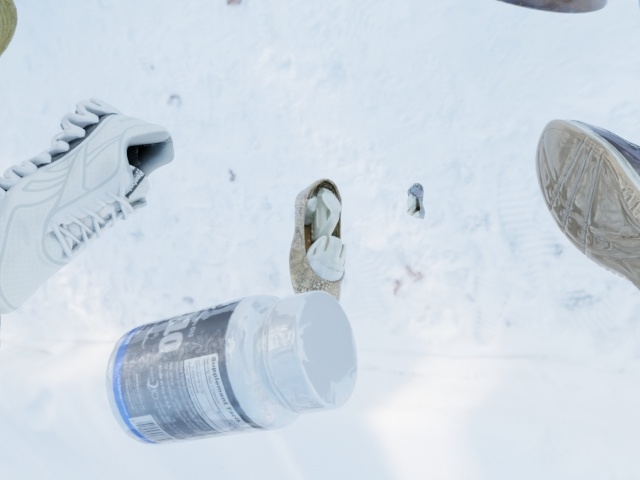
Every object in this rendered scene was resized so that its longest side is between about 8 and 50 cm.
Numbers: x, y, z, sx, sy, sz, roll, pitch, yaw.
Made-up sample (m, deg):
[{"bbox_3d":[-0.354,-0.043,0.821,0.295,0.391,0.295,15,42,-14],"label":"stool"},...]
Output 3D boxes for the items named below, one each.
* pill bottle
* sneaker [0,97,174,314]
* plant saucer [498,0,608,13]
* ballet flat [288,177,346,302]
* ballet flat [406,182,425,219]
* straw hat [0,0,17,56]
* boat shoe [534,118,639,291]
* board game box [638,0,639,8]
[{"bbox_3d":[-0.052,0.075,0.400,0.137,0.078,0.078,-16,105,28],"label":"pill bottle"},{"bbox_3d":[-0.255,-0.042,0.711,0.118,0.292,0.110,14,141,11],"label":"sneaker"},{"bbox_3d":[0.339,-0.466,1.141,0.310,0.310,0.050,33,133,23],"label":"plant saucer"},{"bbox_3d":[0.000,0.000,0.844,0.067,0.073,0.206,-51,34,41],"label":"ballet flat"},{"bbox_3d":[0.198,-0.075,1.433,0.041,0.041,0.114,28,153,27],"label":"ballet flat"},{"bbox_3d":[-0.320,-0.156,0.585,0.144,0.144,0.061,37,160,19],"label":"straw hat"},{"bbox_3d":[0.290,-0.018,0.578,0.285,0.092,0.103,-121,26,-50],"label":"boat shoe"},{"bbox_3d":[0.534,-0.215,0.675,0.308,0.302,0.086,-23,133,19],"label":"board game box"}]
